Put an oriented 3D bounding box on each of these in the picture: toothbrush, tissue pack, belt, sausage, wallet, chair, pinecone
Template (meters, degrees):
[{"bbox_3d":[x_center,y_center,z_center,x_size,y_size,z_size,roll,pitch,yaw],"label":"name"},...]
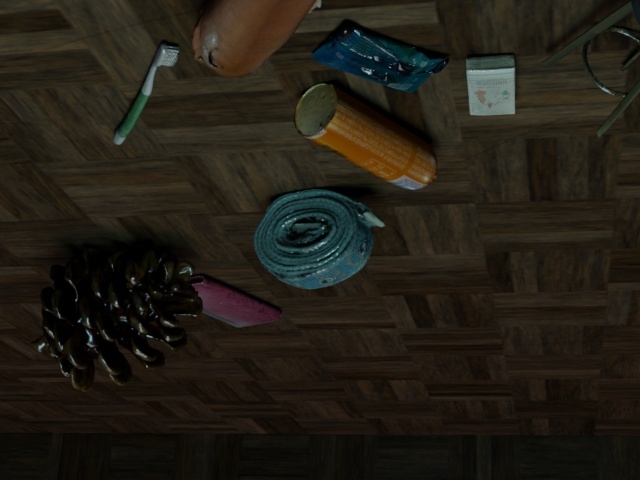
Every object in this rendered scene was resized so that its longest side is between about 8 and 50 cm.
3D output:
[{"bbox_3d":[-0.217,-0.174,1.343,0.024,0.018,0.257,5,158,-23],"label":"toothbrush"},{"bbox_3d":[0.067,-0.199,1.233,0.138,0.028,0.085,16,155,-23],"label":"tissue pack"},{"bbox_3d":[-0.008,0.000,1.594,0.163,0.147,0.082,24,175,33],"label":"belt"},{"bbox_3d":[0.071,-0.118,1.375,0.071,0.071,0.234,-16,151,40],"label":"sausage"},{"bbox_3d":[-0.185,0.115,2.055,0.119,0.025,0.232,-12,154,34],"label":"wallet"},{"bbox_3d":[0.322,-0.194,1.116,0.104,0.095,0.221,-4,160,-16],"label":"chair"},{"bbox_3d":[-0.335,0.119,1.830,0.309,0.244,0.244,-17,153,17],"label":"pinecone"},{"bbox_3d":[0.197,-0.177,1.271,0.056,0.023,0.108,-1,158,9],"label":"tissue pack"},{"bbox_3d":[-0.032,-0.258,1.010,0.094,0.094,0.419,-36,178,-30],"label":"sausage"}]
